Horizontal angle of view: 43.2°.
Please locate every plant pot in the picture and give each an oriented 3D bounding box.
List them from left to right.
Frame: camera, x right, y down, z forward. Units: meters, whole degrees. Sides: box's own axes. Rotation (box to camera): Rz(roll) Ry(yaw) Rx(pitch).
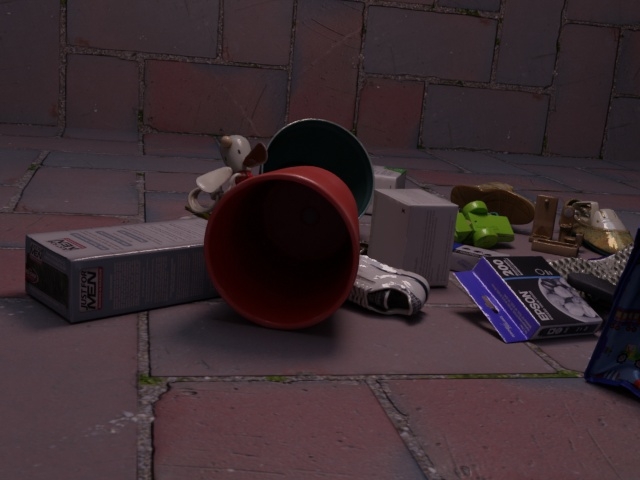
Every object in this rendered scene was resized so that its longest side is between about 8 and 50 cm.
[{"bbox_3d":[-0.044,-0.013,1.447,0.274,0.275,0.243,8,19,10],"label":"plant pot"},{"bbox_3d":[-0.032,-0.140,2.068,0.292,0.293,0.196,0,-12,-18],"label":"plant pot"}]

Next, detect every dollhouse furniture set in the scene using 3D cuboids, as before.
[{"bbox_3d":[0.624,-0.041,2.140,0.144,0.123,0.151,11,15,23],"label":"dollhouse furniture set"}]

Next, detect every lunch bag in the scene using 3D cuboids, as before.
[{"bbox_3d":[0.552,0.084,1.275,0.220,0.293,0.138,-8,19,-43],"label":"lunch bag"}]

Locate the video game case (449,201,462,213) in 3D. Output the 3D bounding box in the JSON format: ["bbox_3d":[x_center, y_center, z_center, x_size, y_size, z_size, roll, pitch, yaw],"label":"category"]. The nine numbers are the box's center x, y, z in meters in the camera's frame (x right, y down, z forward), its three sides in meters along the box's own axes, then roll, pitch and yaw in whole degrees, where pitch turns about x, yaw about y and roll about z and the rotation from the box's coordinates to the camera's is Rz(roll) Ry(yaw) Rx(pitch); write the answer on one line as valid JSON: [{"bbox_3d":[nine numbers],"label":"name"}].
[{"bbox_3d":[0.400,-0.073,2.395,0.204,0.025,0.285,10,15,18],"label":"video game case"}]

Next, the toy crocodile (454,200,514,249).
[{"bbox_3d":[0.347,-0.027,2.058,0.340,0.105,0.115,0,54,-28],"label":"toy crocodile"}]

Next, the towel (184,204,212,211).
[{"bbox_3d":[-0.325,-0.087,2.222,0.083,0.010,0.060,-5,17,-38],"label":"towel"}]

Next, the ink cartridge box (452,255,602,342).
[{"bbox_3d":[0.386,0.104,1.522,0.208,0.045,0.206,-2,37,-25],"label":"ink cartridge box"}]

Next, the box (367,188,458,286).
[{"bbox_3d":[0.194,-0.009,1.746,0.119,0.181,0.182,0,15,-22],"label":"box"}]

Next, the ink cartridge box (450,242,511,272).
[{"bbox_3d":[0.325,0.040,1.877,0.207,0.046,0.097,13,15,28],"label":"ink cartridge box"}]

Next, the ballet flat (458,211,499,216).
[{"bbox_3d":[0.374,-0.050,2.164,0.247,0.087,0.083,-1,13,-23],"label":"ballet flat"}]

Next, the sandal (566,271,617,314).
[{"bbox_3d":[0.588,0.134,1.547,0.254,0.055,0.097,27,17,14],"label":"sandal"}]

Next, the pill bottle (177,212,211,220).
[{"bbox_3d":[-0.298,-0.028,1.883,0.065,0.065,0.116,12,16,27],"label":"pill bottle"}]

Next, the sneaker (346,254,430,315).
[{"bbox_3d":[0.086,0.088,1.537,0.235,0.090,0.095,9,25,22],"label":"sneaker"}]

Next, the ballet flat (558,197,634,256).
[{"bbox_3d":[0.760,-0.044,2.224,0.123,0.123,0.348,3,15,-10],"label":"ballet flat"}]

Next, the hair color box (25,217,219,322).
[{"bbox_3d":[-0.328,0.043,1.496,0.374,0.114,0.185,-7,18,-42],"label":"hair color box"}]

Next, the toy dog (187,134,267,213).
[{"bbox_3d":[-0.183,-0.112,1.772,0.334,0.220,0.161,45,-2,36],"label":"toy dog"}]

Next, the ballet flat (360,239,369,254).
[{"bbox_3d":[0.108,0.020,1.913,0.114,0.041,0.041,10,15,18],"label":"ballet flat"}]

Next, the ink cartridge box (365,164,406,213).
[{"bbox_3d":[0.099,-0.164,2.445,0.289,0.122,0.211,8,14,13],"label":"ink cartridge box"}]

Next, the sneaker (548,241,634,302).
[{"bbox_3d":[0.571,0.090,1.686,0.293,0.102,0.146,-13,-21,0],"label":"sneaker"}]

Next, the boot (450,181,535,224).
[{"bbox_3d":[0.542,-0.114,2.384,0.261,0.095,0.203,15,15,36],"label":"boot"}]
